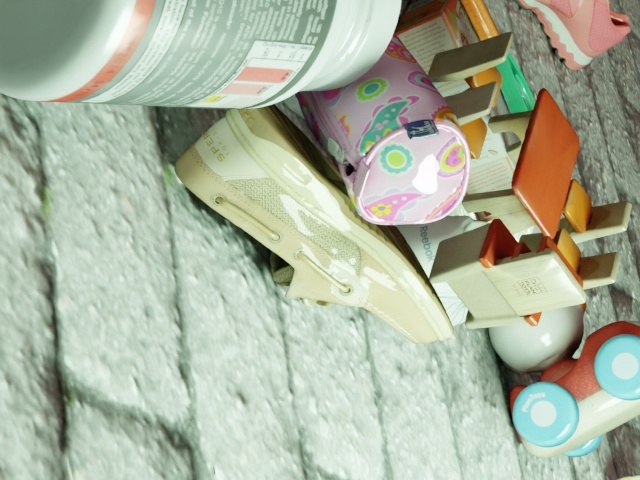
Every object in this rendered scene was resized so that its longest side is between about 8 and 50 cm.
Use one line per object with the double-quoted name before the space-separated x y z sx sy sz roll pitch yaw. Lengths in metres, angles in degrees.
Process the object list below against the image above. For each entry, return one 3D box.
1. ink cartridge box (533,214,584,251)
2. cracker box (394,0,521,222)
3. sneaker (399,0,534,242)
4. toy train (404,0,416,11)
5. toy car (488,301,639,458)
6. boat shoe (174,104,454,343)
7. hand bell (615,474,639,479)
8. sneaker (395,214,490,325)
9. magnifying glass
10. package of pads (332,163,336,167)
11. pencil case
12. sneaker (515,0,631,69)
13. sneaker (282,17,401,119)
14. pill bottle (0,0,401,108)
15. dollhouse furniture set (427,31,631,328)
"ink cartridge box" 0.247 -0.047 2.029 0.203 0.086 0.148 9 62 -60
"cracker box" 0.161 -0.152 1.741 0.232 0.067 0.156 63 17 -13
"sneaker" 0.165 -0.127 1.910 0.148 0.131 0.350 -162 -119 -71
"toy train" 0.154 -0.265 2.041 0.105 0.080 0.184 49 32 -17
"toy car" 0.290 0.116 1.874 0.238 0.210 0.219 62 12 19
"boat shoe" 0.000 0.000 1.486 0.341 0.110 0.121 45 11 -32
"hand bell" 0.430 0.431 2.017 0.126 0.126 0.242 32 55 -51
"sneaker" 0.150 0.032 1.712 0.297 0.129 0.111 13 64 -68
"magnifying glass" 0.201 -0.204 1.779 0.092 0.026 0.231 -83 149 -58
"package of pads" 0.027 -0.044 1.659 0.050 0.032 0.083 58 27 -27
"pencil case" 0.038 -0.130 1.460 0.124 0.124 0.284 43 13 -41
"sneaker" 0.399 -0.415 2.564 0.314 0.136 0.116 44 33 -40
"sneaker" 0.027 -0.203 1.714 0.321 0.124 0.180 57 21 -45
"pill bottle" -0.106 -0.210 1.261 0.363 0.210 0.210 -3 72 -52
"dollhouse furniture set" 0.211 -0.040 1.554 0.262 0.135 0.259 50 43 -30
